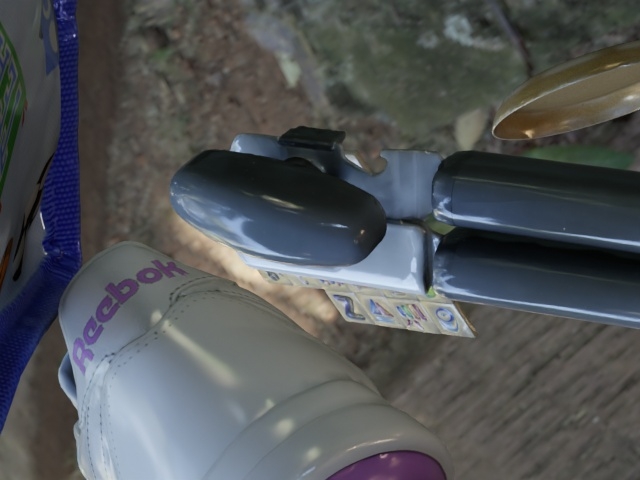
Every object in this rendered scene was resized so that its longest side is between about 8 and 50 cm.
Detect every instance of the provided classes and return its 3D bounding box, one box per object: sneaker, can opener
[{"bbox_3d":[-0.016,0.090,0.599,0.152,0.114,0.305,43,166,22],"label":"sneaker"},{"bbox_3d":[0.070,0.003,0.710,0.280,0.093,0.074,7,118,19],"label":"can opener"}]

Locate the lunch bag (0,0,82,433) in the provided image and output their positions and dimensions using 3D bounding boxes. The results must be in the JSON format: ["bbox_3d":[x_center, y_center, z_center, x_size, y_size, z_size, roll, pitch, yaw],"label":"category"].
[{"bbox_3d":[-0.244,-0.019,0.361,0.327,0.385,0.239,3,115,4],"label":"lunch bag"}]

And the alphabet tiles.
[{"bbox_3d":[0.000,0.000,1.293,0.237,0.009,0.198,5,138,50],"label":"alphabet tiles"}]

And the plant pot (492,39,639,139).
[{"bbox_3d":[0.286,-0.158,1.605,0.236,0.236,0.032,-28,74,50],"label":"plant pot"}]
